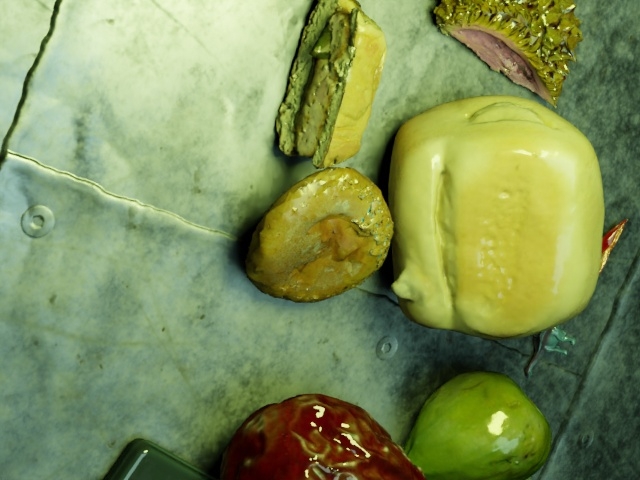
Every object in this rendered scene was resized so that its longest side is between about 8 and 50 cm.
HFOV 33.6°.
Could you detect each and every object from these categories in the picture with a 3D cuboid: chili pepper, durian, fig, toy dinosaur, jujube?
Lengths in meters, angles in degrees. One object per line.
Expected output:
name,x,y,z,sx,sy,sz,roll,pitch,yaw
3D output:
chili pepper,0.560,0.026,2.114,0.045,0.027,0.178,37,85,-40
durian,0.347,-0.373,1.791,0.341,0.112,0.191,28,92,-34
fig,0.273,0.378,1.924,0.314,0.233,0.233,-42,124,-21
toy dinosaur,0.459,0.189,2.092,0.080,0.045,0.197,15,106,-27
jujube,0.010,0.397,1.738,0.377,0.276,0.276,37,85,-37

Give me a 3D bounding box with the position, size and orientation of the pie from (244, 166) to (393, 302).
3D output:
pie,0.000,0.002,1.662,0.273,0.069,0.273,-17,139,-15

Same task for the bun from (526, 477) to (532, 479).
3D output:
bun,0.322,0.523,2.068,0.221,0.108,0.221,-17,114,-42

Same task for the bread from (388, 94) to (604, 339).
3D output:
bread,0.292,-0.049,1.760,0.347,0.253,0.376,-2,113,13

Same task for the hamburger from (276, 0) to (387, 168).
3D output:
hamburger,0.025,-0.247,1.631,0.131,0.124,0.262,-1,112,-50

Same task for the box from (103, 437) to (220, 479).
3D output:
box,-0.254,0.428,1.709,0.230,0.050,0.160,39,83,-36
